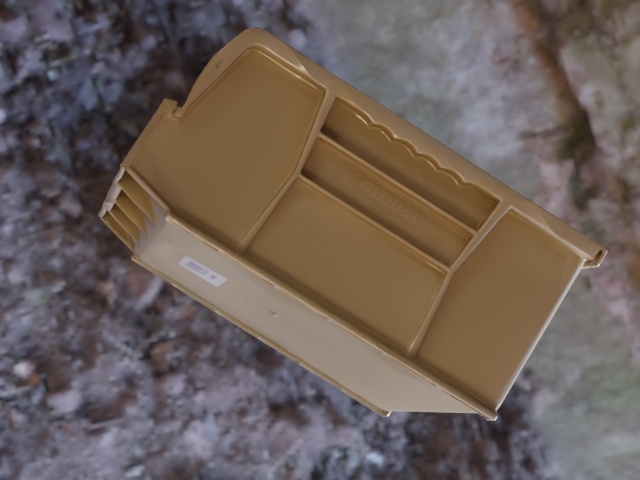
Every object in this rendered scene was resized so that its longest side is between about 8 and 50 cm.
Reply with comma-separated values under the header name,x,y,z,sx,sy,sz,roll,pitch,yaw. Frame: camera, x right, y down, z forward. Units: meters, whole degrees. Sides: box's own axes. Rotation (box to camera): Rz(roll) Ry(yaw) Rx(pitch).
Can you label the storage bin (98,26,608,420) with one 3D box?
name,x,y,z,sx,sy,sz,roll,pitch,yaw
storage bin,0.000,0.000,0.946,0.260,0.123,0.262,33,-11,-7
